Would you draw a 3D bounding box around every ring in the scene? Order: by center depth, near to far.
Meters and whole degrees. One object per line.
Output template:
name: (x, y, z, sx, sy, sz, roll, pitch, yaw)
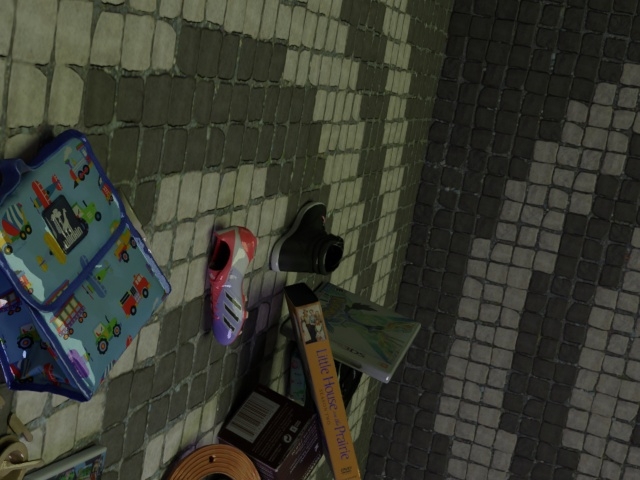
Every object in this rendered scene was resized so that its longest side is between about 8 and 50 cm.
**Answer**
ring: (-0.229, 0.584, 1.856, 0.336, 0.032, 0.337, 6, 83, -54)

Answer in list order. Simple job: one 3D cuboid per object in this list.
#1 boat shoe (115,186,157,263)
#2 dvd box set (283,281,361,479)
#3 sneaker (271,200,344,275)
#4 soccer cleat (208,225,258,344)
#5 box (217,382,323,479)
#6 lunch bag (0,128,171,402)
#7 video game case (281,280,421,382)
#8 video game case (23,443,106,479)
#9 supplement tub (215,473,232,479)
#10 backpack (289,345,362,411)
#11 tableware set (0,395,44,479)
boat shoe: (-0.298, -0.008, 1.369, 0.065, 0.075, 0.206, -27, 154, -10)
dvd box set: (-0.001, 0.322, 2.125, 0.307, 0.062, 0.421, -148, -135, -81)
sneaker: (0.000, 0.001, 2.201, 0.296, 0.146, 0.105, -55, 151, -56)
soccer cleat: (-0.188, 0.089, 1.782, 0.095, 0.083, 0.248, -2, 112, -43)
box: (-0.111, 0.472, 2.098, 0.168, 0.167, 0.203, -52, 152, -31)
lunch bag: (-0.336, 0.018, 1.153, 0.221, 0.138, 0.293, -59, 144, -45)
video game case: (0.089, 0.233, 2.410, 0.329, 0.299, 0.036, -42, 154, -64)
video game case: (-0.399, 0.420, 1.383, 0.201, 0.023, 0.184, -3, 105, -73)
supplement tub: (-0.218, 0.599, 1.994, 0.198, 0.106, 0.106, -51, 150, -55)
backpack: (0.029, 0.338, 2.481, 0.253, 0.191, 0.225, -49, 151, -46)
tableware set: (-0.419, 0.272, 1.168, 0.194, 0.039, 0.128, 81, 26, -52)
